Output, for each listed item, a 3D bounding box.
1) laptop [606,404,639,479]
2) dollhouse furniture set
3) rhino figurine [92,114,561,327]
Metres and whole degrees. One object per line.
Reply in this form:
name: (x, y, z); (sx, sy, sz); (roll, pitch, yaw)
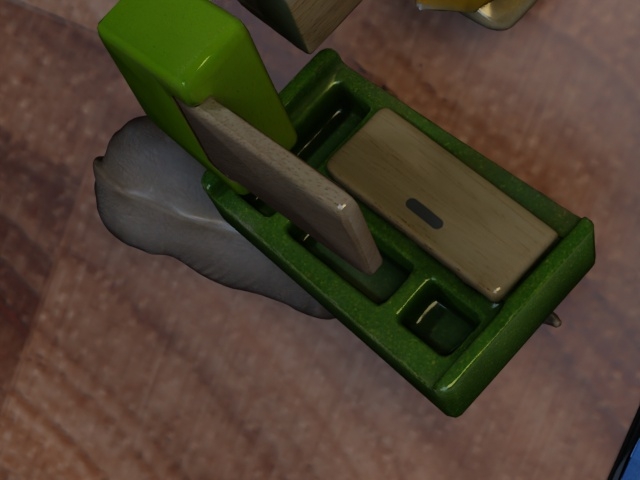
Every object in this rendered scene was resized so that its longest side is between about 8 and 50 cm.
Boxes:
laptop: (0.245, 0.148, 0.865); (0.234, 0.264, 0.136); (23, 65, 8)
dollhouse furniture set: (0.084, -0.111, 0.775); (0.151, 0.197, 0.301); (38, 79, 25)
rhino figurine: (0.000, 0.000, 0.912); (0.243, 0.106, 0.073); (21, 102, 9)
